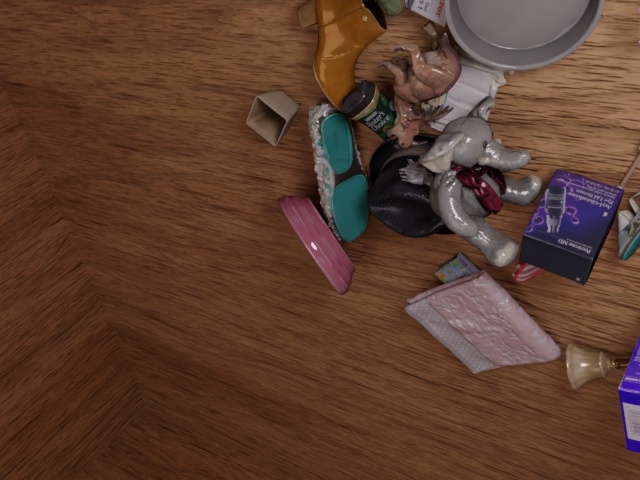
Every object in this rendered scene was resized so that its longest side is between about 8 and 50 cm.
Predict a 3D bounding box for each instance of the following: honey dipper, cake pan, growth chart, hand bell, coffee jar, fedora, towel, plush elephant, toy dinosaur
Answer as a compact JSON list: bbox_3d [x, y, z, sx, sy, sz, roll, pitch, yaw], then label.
[{"bbox_3d":[0.657,-0.159,1.480,0.030,0.030,0.160,31,141,15],"label":"honey dipper"},{"bbox_3d":[0.387,-0.465,1.352,0.293,0.054,0.293,8,137,8],"label":"cake pan"},{"bbox_3d":[0.326,-0.331,1.619,0.172,0.021,0.237,32,139,15],"label":"growth chart"},{"bbox_3d":[0.755,0.310,1.774,0.242,0.126,0.126,-10,118,31],"label":"hand bell"},{"bbox_3d":[0.144,-0.304,1.698,0.184,0.079,0.096,29,139,-25],"label":"coffee jar"},{"bbox_3d":[0.240,-0.108,1.786,0.334,0.152,0.334,23,136,24],"label":"fedora"},{"bbox_3d":[0.441,0.239,1.958,0.332,0.053,0.317,43,142,-16],"label":"towel"},{"bbox_3d":[0.340,-0.161,1.533,0.330,0.272,0.255,30,148,15],"label":"plush elephant"},{"bbox_3d":[0.239,-0.349,1.559,0.200,0.127,0.296,49,144,-2],"label":"toy dinosaur"}]

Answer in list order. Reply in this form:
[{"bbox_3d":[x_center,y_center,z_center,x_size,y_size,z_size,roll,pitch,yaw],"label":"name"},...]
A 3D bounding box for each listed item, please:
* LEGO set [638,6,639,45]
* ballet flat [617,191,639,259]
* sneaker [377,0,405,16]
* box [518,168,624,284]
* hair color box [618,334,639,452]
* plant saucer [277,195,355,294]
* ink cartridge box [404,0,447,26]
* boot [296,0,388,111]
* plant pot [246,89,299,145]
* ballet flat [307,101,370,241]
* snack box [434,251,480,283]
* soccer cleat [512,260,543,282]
[{"bbox_3d":[0.641,-0.360,1.255,0.132,0.107,0.287,-16,113,47],"label":"LEGO set"},{"bbox_3d":[0.690,-0.056,1.519,0.079,0.077,0.221,48,140,25],"label":"ballet flat"},{"bbox_3d":[0.101,-0.535,1.433,0.064,0.086,0.192,-4,121,45],"label":"sneaker"},{"bbox_3d":[0.544,-0.031,1.535,0.153,0.207,0.108,21,151,23],"label":"box"},{"bbox_3d":[0.754,0.284,1.540,0.110,0.339,0.185,3,126,37],"label":"hair color box"},{"bbox_3d":[0.000,0.000,2.028,0.332,0.084,0.332,56,-178,-3],"label":"plant saucer"},{"bbox_3d":[0.208,-0.567,1.455,0.219,0.092,0.160,32,140,15],"label":"ink cartridge box"},{"bbox_3d":[0.075,-0.455,1.661,0.211,0.104,0.295,-6,115,44],"label":"boot"},{"bbox_3d":[-0.120,-0.346,1.929,0.109,0.096,0.109,39,141,6],"label":"plant pot"},{"bbox_3d":[0.045,-0.195,1.922,0.147,0.147,0.408,13,129,32],"label":"ballet flat"},{"bbox_3d":[0.396,0.110,1.933,0.141,0.037,0.100,44,140,-1],"label":"snack box"},{"bbox_3d":[0.550,0.035,1.708,0.095,0.083,0.248,31,137,9],"label":"soccer cleat"}]
